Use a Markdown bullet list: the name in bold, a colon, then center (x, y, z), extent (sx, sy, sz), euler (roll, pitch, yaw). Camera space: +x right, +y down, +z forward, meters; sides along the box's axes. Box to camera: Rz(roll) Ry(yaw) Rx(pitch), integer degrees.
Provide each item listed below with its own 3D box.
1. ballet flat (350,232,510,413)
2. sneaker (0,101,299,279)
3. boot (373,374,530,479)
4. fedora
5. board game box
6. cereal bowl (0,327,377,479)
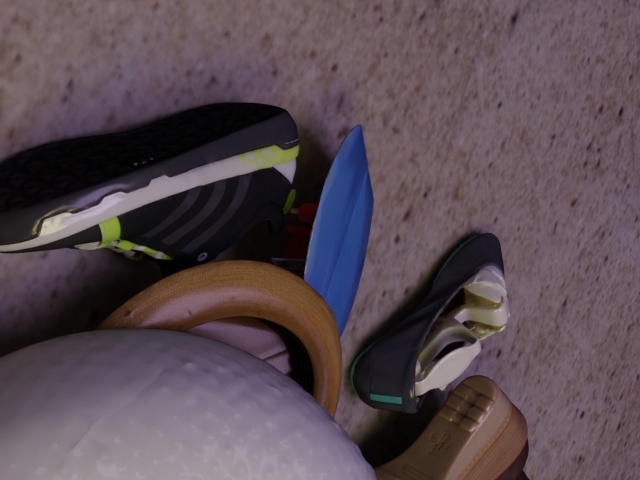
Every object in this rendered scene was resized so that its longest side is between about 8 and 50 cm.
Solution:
- **ballet flat**: center (0.108, 0.068, 0.936), extent (0.203, 0.074, 0.074), euler (-42, 130, -34)
- **sneaker**: center (-0.089, -0.012, 0.669), extent (0.235, 0.084, 0.097), euler (-21, 119, -44)
- **boot**: center (0.085, 0.241, 0.951), extent (0.248, 0.090, 0.207), euler (-43, 142, -17)
- **fedora**: center (-0.080, 0.092, 0.707), extent (0.194, 0.079, 0.194), euler (-11, 111, -31)
- **board game box**: center (0.000, 0.000, 0.798), extent (0.168, 0.033, 0.133), euler (75, 29, -61)
- **cereal bowl**: center (-0.094, 0.225, 0.605), extent (0.339, 0.141, 0.338), euler (-7, 108, -23)
